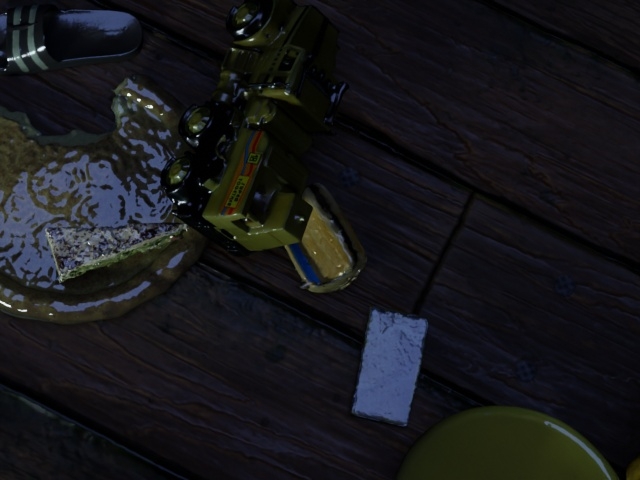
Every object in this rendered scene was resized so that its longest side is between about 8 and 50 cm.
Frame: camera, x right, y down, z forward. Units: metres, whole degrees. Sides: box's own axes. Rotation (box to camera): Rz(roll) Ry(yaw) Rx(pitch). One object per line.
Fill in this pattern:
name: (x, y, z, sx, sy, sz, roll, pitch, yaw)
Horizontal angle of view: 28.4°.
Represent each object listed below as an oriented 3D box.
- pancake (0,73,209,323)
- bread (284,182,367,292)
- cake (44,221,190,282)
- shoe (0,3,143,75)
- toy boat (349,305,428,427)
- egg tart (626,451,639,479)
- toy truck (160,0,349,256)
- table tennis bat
pancake: (-0.246, -0.052, 1.276, 0.288, 0.033, 0.286, 26, 75, 2)
bread: (0.000, 0.000, 1.274, 0.072, 0.053, 0.106, -32, 76, 12)
cake: (-0.195, 0.009, 1.221, 0.140, 0.051, 0.055, -4, 77, -5)
shoe: (-0.274, -0.216, 1.308, 0.179, 0.049, 0.071, -5, 75, -6)
toy boat: (0.069, 0.125, 1.263, 0.063, 0.016, 0.115, 13, 75, -2)
egg tart: (0.356, 0.273, 1.123, 0.129, 0.341, 0.341, -16, 76, 19)
toy truck: (-0.048, -0.118, 1.236, 0.127, 0.127, 0.257, -3, 61, 39)
table tennis bat: (0.218, 0.318, 1.166, 0.224, 0.054, 0.368, -40, 81, 20)
